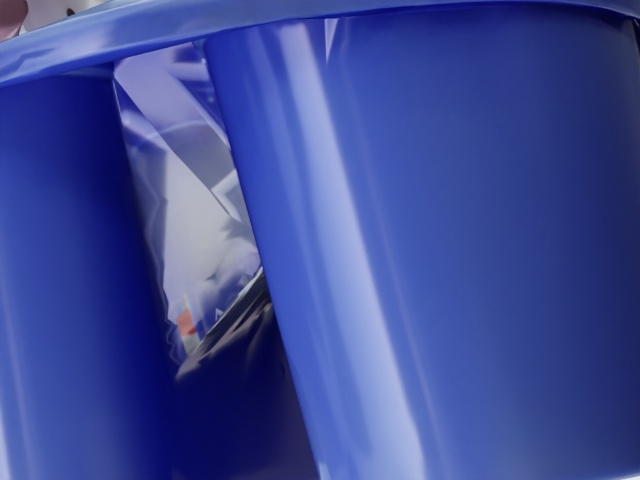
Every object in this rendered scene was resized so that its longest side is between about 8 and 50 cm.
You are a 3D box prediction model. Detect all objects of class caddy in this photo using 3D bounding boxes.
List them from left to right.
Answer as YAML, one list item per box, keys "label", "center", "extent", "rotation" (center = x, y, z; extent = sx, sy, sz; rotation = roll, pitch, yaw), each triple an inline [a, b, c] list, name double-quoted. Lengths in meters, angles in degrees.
- label: "caddy"
  center: [0.000, 0.000, 0.582]
  extent: [0.341, 0.241, 0.179]
  rotation: [15, -117, -73]

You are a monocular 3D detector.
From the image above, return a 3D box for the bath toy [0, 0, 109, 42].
- label: "bath toy"
  center: [-0.184, -0.108, 0.882]
  extent: [0.348, 0.151, 0.129]
  rotation: [-21, -73, -50]
